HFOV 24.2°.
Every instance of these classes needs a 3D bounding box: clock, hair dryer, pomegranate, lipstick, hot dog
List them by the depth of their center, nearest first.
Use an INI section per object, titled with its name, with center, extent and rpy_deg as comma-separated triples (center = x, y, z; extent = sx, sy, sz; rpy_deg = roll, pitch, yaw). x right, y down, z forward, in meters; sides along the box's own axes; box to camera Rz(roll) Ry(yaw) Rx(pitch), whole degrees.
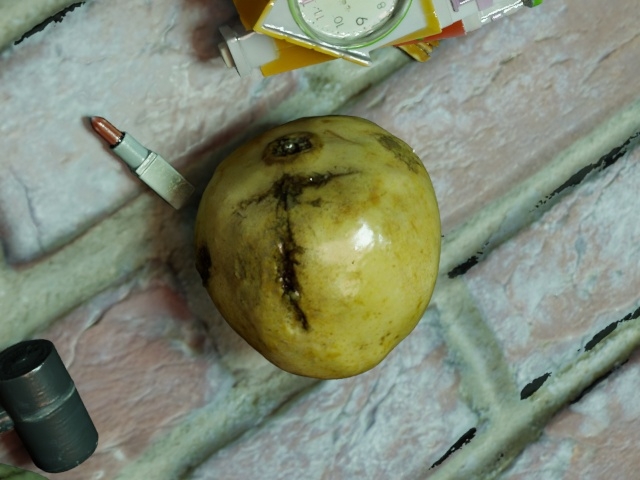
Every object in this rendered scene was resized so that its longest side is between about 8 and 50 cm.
[clock]
center = 0.031, -0.279, 1.425
extent = 0.309, 0.166, 0.235
rpy_deg = -24, 120, -3
[hair dryer]
center = -0.337, 0.197, 1.466
extent = 0.219, 0.071, 0.124
rpy_deg = -25, 115, -12
[pomegranate]
center = 0.000, 0.000, 1.472
extent = 0.260, 0.260, 0.260
rpy_deg = -8, 108, -25
[lipstick]
center = -0.181, -0.083, 1.480
extent = 0.030, 0.030, 0.129
rpy_deg = -50, 120, -6
[hot dog]
center = 0.090, -0.219, 1.587
extent = 0.083, 0.021, 0.037
rpy_deg = 33, 99, -31

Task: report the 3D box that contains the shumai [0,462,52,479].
[shumai]
center = -0.286, 0.337, 1.484
extent = 0.218, 0.189, 0.256
rpy_deg = 8, 113, -49
